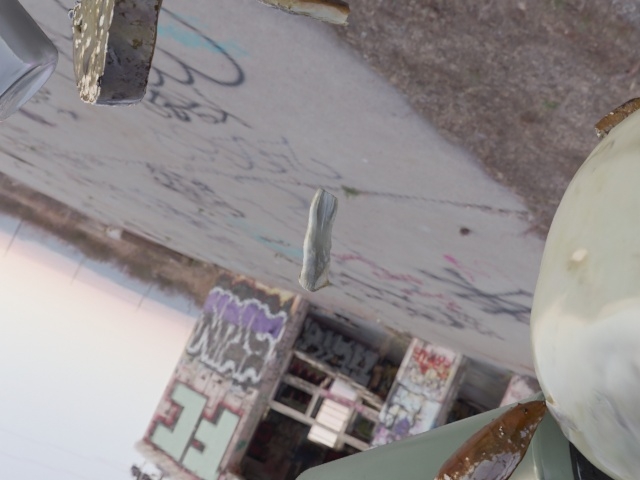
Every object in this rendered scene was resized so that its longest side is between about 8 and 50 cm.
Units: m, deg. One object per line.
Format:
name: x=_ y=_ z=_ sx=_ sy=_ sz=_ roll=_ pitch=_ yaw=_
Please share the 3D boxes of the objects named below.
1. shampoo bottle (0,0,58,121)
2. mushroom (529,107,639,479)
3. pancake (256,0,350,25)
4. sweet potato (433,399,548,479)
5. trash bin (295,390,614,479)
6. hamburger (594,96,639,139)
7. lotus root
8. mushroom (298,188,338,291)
shampoo bottle: x=-0.267 y=-0.184 z=0.476 sx=0.227 sy=0.086 sz=0.056 roll=53 pitch=-146 yaw=-8
mushroom: x=0.336 y=0.057 z=0.556 sx=0.336 sy=0.314 sz=0.314 roll=23 pitch=175 yaw=-8
pancake: x=-0.066 y=-0.480 z=1.428 sx=0.266 sy=0.057 sz=0.244 roll=20 pitch=-155 yaw=-11
sweet potato: x=0.128 y=0.250 z=0.730 sx=0.057 sy=0.264 sz=0.057 roll=42 pitch=-174 yaw=-6
trash bin: x=0.190 y=0.360 z=0.932 sx=0.432 sy=0.280 sz=0.280 roll=-23 pitch=147 yaw=28
hamburger: x=0.489 y=-0.167 z=1.095 sx=0.176 sy=0.087 sz=0.102 roll=-6 pitch=156 yaw=-41
lotus root: x=-0.246 y=-0.244 z=0.895 sx=0.074 sy=0.170 sz=0.261 roll=2 pitch=-178 yaw=-28
mushroom: x=-0.003 y=-0.001 z=1.461 sx=0.059 sy=0.202 sz=0.054 roll=6 pitch=-173 yaw=-7
